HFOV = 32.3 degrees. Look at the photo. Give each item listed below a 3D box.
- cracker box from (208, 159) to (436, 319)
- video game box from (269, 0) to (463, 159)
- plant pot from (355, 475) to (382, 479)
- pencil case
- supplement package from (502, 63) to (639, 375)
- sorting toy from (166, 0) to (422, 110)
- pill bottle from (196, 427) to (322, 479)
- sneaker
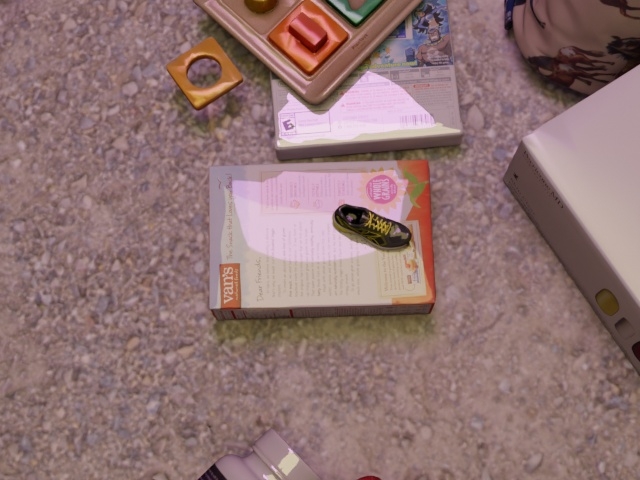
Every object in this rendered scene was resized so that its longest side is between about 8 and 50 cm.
[{"bbox_3d":[0.000,0.000,1.158,0.232,0.067,0.156,-1,75,0],"label":"cracker box"},{"bbox_3d":[0.044,-0.189,1.213,0.205,0.048,0.187,-4,78,0],"label":"video game box"},{"bbox_3d":[0.076,0.322,1.021,0.174,0.191,0.191,24,78,16],"label":"plant pot"},{"bbox_3d":[0.304,-0.307,1.051,0.160,0.410,0.183,-18,72,-14],"label":"pencil case"},{"bbox_3d":[0.347,-0.029,1.117,0.204,0.145,0.262,-32,77,-6],"label":"supplement package"},{"bbox_3d":[-0.015,-0.267,1.187,0.196,0.047,0.347,41,79,12],"label":"sorting toy"},{"bbox_3d":[-0.090,0.278,1.071,0.193,0.108,0.108,-44,79,-9],"label":"pill bottle"},{"bbox_3d":[0.051,-0.014,1.107,0.083,0.035,0.031,16,77,5],"label":"sneaker"}]
